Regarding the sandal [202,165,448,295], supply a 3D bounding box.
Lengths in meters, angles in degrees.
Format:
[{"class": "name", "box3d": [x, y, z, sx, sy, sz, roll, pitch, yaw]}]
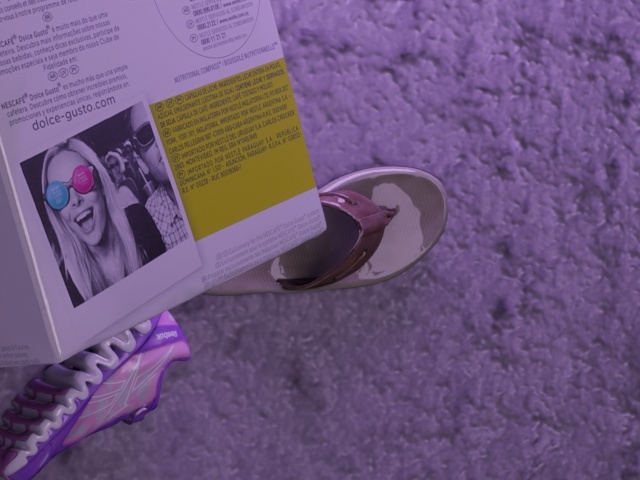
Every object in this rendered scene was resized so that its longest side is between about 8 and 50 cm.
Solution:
[{"class": "sandal", "box3d": [-0.001, 0.002, 1.863, 0.303, 0.086, 0.120, -13, 99, -23]}]

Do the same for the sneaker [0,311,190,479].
[{"class": "sneaker", "box3d": [-0.211, 0.149, 1.780, 0.236, 0.095, 0.104, -50, 119, -15]}]

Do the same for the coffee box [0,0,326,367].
[{"class": "coffee box", "box3d": [-0.253, -0.103, 1.542, 0.338, 0.338, 0.334, -26, 105, -48]}]
